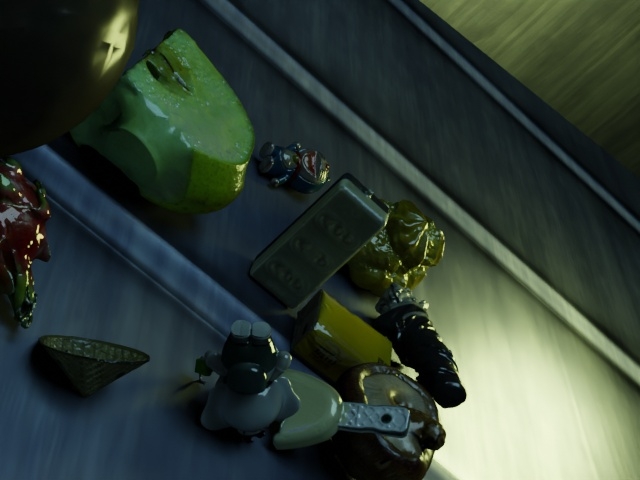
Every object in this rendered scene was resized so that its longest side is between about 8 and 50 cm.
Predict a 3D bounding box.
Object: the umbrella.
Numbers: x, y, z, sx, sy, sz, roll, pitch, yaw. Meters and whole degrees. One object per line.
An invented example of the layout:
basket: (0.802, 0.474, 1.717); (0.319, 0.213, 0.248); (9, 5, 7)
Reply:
umbrella: (0.169, 0.194, 2.103); (0.113, 0.106, 0.358); (40, 10, -23)

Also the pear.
pear: (-0.241, -0.169, 1.982); (0.282, 0.176, 0.286); (45, 31, -9)

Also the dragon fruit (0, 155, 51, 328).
dragon fruit: (-0.412, 0.001, 1.545); (0.137, 0.135, 0.236); (19, 55, -53)

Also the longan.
longan: (-0.448, -0.304, 1.577); (0.404, 0.436, 0.404); (7, 74, -25)

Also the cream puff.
cream puff: (0.140, 0.009, 2.299); (0.221, 0.195, 0.195); (8, 46, -48)

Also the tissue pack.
tissue pack: (0.038, 0.177, 2.014); (0.169, 0.082, 0.120); (39, 29, -17)

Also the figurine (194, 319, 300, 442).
figurine: (-0.100, 0.200, 1.689); (0.147, 0.192, 0.126); (-1, 27, -8)

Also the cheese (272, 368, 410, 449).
cheese: (0.016, 0.253, 1.774); (0.050, 0.235, 0.127); (75, 22, -55)

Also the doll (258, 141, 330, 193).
doll: (-0.045, -0.140, 2.331); (0.152, 0.085, 0.114); (19, 60, -28)

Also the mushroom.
mushroom: (0.095, 0.295, 1.884); (0.194, 0.138, 0.231); (32, 24, 14)

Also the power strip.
power strip: (0.000, 0.000, 2.003); (0.105, 0.256, 0.070); (40, 27, -13)

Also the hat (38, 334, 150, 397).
hat: (-0.296, 0.170, 1.557); (0.146, 0.067, 0.146); (11, 3, -1)
